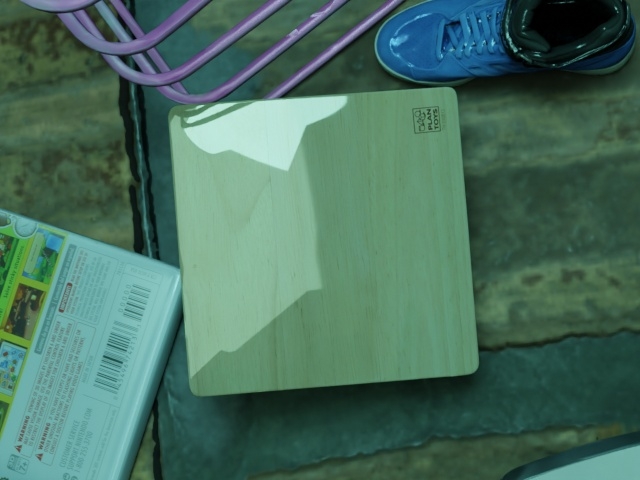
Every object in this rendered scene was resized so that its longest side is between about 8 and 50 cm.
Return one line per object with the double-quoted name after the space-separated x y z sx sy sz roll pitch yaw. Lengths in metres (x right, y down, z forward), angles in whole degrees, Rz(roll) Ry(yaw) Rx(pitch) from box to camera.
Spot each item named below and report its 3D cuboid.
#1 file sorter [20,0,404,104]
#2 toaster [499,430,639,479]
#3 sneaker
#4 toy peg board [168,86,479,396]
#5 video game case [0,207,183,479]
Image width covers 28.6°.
-0.067 -0.195 0.656 0.202 0.291 0.182 -39 80 6 "file sorter"
0.182 0.175 0.647 0.168 0.110 0.185 -15 80 10 "toaster"
0.101 -0.121 0.712 0.152 0.084 0.058 4 85 13 "sneaker"
0.000 0.000 0.730 0.161 0.079 0.161 -5 91 -3 "toy peg board"
-0.208 0.097 0.789 0.206 0.026 0.227 17 89 14 "video game case"
